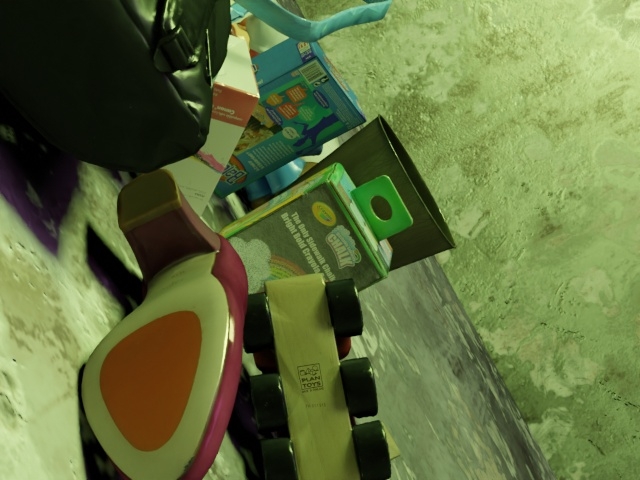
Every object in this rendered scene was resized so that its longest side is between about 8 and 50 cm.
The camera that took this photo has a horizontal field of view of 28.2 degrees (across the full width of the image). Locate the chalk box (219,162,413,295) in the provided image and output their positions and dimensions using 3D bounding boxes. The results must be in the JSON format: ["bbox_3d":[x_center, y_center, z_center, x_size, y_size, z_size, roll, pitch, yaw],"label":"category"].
[{"bbox_3d":[0.000,0.000,1.461,0.132,0.213,0.132,60,10,-8],"label":"chalk box"}]

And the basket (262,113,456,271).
[{"bbox_3d":[0.026,-0.019,1.600,0.204,0.227,0.154,54,13,-32],"label":"basket"}]

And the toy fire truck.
[{"bbox_3d":[0.007,0.164,1.298,0.246,0.158,0.217,99,-20,-72],"label":"toy fire truck"}]

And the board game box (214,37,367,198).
[{"bbox_3d":[-0.070,-0.146,1.516,0.160,0.210,0.047,47,19,-57],"label":"board game box"}]

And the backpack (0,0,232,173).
[{"bbox_3d":[-0.198,-0.240,1.140,0.290,0.273,0.355,55,32,-23],"label":"backpack"}]

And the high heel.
[{"bbox_3d":[-0.093,0.102,1.024,0.377,0.127,0.181,-96,162,-54],"label":"high heel"}]

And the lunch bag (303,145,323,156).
[{"bbox_3d":[-0.037,-0.165,1.775,0.067,0.065,0.098,24,-64,50],"label":"lunch bag"}]

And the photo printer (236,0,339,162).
[{"bbox_3d":[-0.068,-0.229,1.955,0.256,0.107,0.308,51,18,-45],"label":"photo printer"}]

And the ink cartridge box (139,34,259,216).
[{"bbox_3d":[-0.137,-0.108,1.314,0.067,0.198,0.115,15,33,-23],"label":"ink cartridge box"}]

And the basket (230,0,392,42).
[{"bbox_3d":[-0.078,-0.315,1.408,0.289,0.201,0.255,31,24,14],"label":"basket"}]

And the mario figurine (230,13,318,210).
[{"bbox_3d":[-0.086,-0.209,1.689,0.321,0.198,0.170,64,22,-10],"label":"mario figurine"}]
